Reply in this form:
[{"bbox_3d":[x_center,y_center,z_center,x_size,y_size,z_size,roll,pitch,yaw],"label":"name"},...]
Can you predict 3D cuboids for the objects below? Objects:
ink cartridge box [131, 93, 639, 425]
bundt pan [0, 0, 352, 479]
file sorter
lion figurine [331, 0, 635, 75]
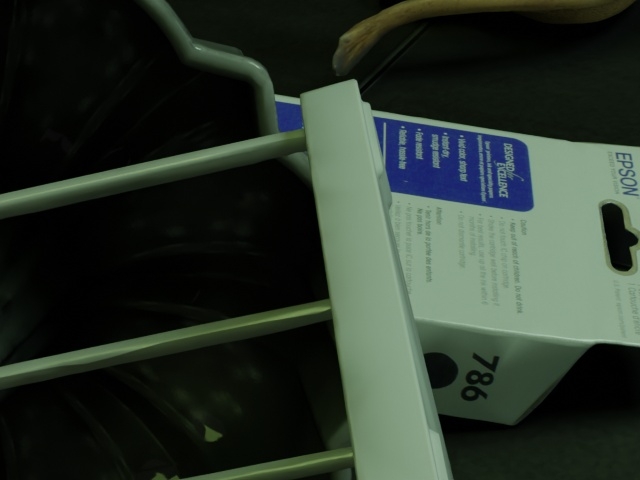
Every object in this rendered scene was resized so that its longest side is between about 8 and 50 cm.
[{"bbox_3d":[0.000,0.000,0.807,0.332,0.065,0.165,8,37,-2],"label":"ink cartridge box"},{"bbox_3d":[-0.143,0.029,0.660,0.330,0.331,0.124,-9,19,2],"label":"bundt pan"},{"bbox_3d":[-0.032,0.134,0.505,0.173,0.278,0.193,-13,36,4],"label":"file sorter"},{"bbox_3d":[0.169,-0.228,1.084,0.240,0.142,0.392,11,55,16],"label":"lion figurine"}]
